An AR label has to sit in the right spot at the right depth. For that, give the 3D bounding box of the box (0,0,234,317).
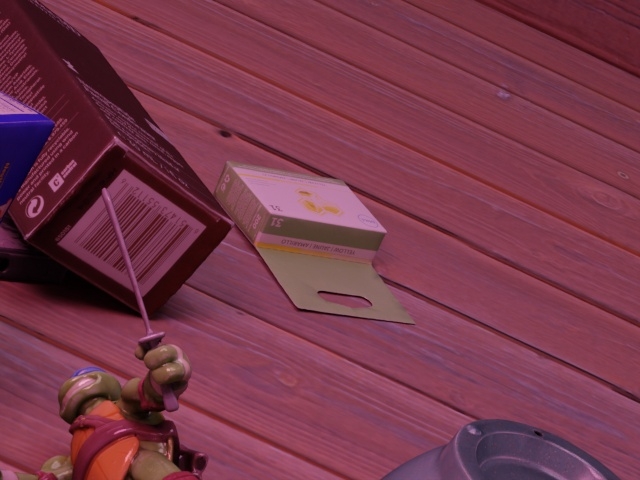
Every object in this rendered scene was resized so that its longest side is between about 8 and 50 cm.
[{"bbox_3d":[-0.260,-0.108,1.927,0.191,0.143,0.381,37,8,-45],"label":"box"}]

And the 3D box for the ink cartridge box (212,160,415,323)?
[{"bbox_3d":[0.000,0.000,2.138,0.171,0.056,0.235,9,26,-35],"label":"ink cartridge box"}]

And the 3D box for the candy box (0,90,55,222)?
[{"bbox_3d":[-0.363,0.000,1.424,0.122,0.268,0.317,32,11,11],"label":"candy box"}]

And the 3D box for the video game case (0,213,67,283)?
[{"bbox_3d":[-0.407,-0.056,1.865,0.248,0.035,0.275,7,29,-36],"label":"video game case"}]

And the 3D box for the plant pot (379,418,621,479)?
[{"bbox_3d":[0.147,0.270,1.526,0.293,0.196,0.293,21,24,-10],"label":"plant pot"}]

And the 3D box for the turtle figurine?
[{"bbox_3d":[-0.180,0.164,1.433,0.198,0.274,0.266,-22,47,-15],"label":"turtle figurine"}]
